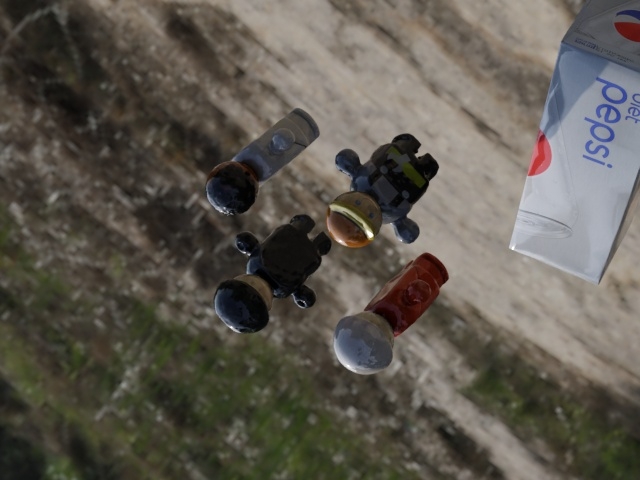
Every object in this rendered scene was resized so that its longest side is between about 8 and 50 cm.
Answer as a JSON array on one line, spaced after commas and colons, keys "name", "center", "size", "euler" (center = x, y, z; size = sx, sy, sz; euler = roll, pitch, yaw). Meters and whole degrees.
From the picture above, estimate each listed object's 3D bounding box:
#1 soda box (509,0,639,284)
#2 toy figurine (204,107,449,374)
[{"name": "soda box", "center": [0.246, -0.087, 1.162], "size": [0.098, 0.091, 0.286], "euler": [25, 147, 15]}, {"name": "toy figurine", "center": [0.000, 0.000, 1.202], "size": [0.213, 0.148, 0.209], "euler": [20, 135, 28]}]
